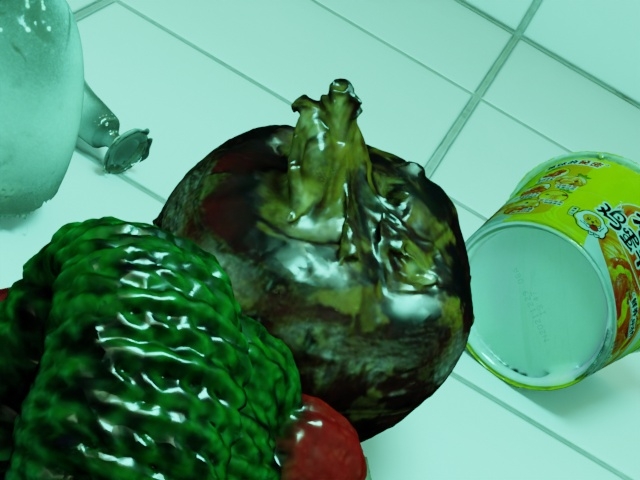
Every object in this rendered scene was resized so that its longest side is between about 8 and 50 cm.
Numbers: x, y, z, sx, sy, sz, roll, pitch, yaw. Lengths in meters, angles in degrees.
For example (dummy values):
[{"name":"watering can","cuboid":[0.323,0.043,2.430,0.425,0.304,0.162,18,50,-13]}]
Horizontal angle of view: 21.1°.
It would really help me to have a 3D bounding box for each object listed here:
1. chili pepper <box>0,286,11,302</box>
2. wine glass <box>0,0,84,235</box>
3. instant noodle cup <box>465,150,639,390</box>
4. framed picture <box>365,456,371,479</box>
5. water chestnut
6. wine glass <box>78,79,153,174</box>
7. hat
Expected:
[{"name":"chili pepper","cuboid":[-0.279,0.093,1.393,0.110,0.110,0.387,39,21,21]},{"name":"wine glass","cuboid":[-0.304,-0.197,1.649,0.190,0.357,0.190,14,31,-8]},{"name":"instant noodle cup","cuboid":[0.279,0.043,1.978,0.264,0.264,0.200,38,33,18]},{"name":"framed picture","cuboid":[-0.005,0.233,1.474,0.109,0.011,0.149,-1,29,-6]},{"name":"water chestnut","cuboid":[-0.003,0.011,1.587,0.335,0.347,0.335,16,31,-10]},{"name":"wine glass","cuboid":[-0.262,-0.142,1.932,0.155,0.072,0.072,41,25,24]},{"name":"hat","cuboid":[-0.094,0.151,1.296,0.332,0.274,0.242,26,-14,-30]}]
